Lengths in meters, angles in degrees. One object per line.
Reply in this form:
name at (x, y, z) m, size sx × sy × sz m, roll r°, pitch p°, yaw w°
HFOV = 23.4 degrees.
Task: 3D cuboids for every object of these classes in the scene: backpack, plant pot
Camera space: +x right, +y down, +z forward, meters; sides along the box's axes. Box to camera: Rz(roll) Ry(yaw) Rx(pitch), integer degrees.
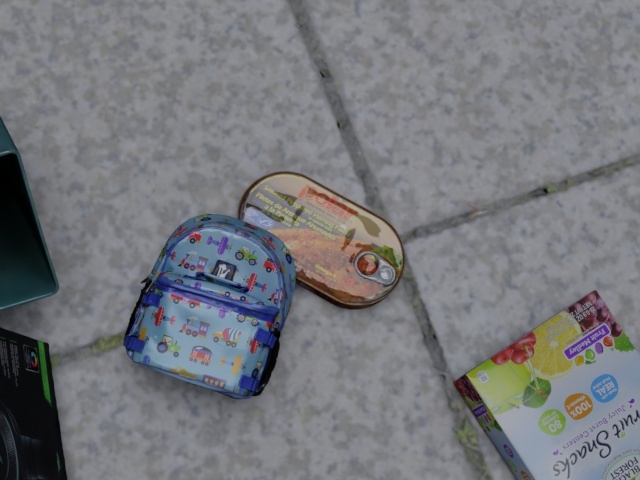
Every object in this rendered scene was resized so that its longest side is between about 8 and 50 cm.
backpack at (-0.104, 0.061, 1.565) m, size 0.158 × 0.117 × 0.173 m, roll 22°, pitch 86°, yaw 0°
plant pot at (-0.375, -0.052, 1.514) m, size 0.165 × 0.166 × 0.234 m, roll -18°, pitch 36°, yaw -11°

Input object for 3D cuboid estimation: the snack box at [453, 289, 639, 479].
snack box at (0.270, 0.185, 1.616) m, size 0.174 × 0.070 × 0.207 m, roll -32°, pitch 83°, yaw -14°

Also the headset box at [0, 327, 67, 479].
headset box at (-0.339, 0.210, 1.435) m, size 0.131 × 0.283 × 0.246 m, roll -13°, pitch 76°, yaw 9°

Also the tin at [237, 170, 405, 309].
tin at (0.000, 0.000, 1.648) m, size 0.189 × 0.040 × 0.106 m, roll 30°, pitch 78°, yaw 2°
